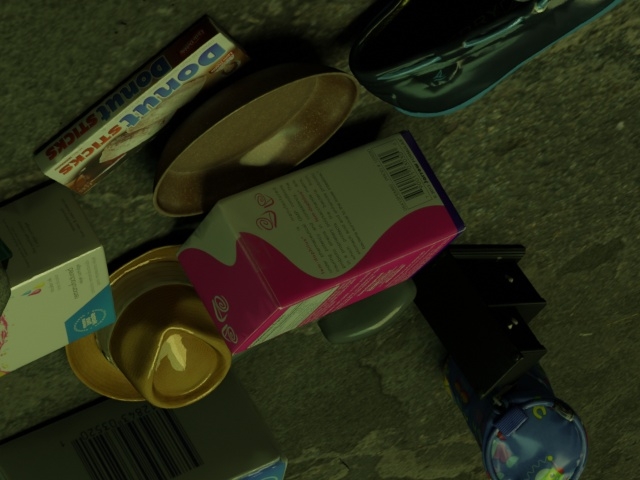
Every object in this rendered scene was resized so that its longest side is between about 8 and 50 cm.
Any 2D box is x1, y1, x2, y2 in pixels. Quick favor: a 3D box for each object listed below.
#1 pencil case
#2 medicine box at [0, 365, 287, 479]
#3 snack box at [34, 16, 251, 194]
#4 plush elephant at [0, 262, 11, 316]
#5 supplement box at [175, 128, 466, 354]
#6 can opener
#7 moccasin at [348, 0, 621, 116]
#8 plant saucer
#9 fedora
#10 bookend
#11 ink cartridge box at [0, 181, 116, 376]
[{"bbox_3d":[0.218,0.191,2.183,0.119,0.133,0.306,-35,-165,4],"label":"pencil case"},{"bbox_3d":[-0.194,0.285,1.984,0.263,0.149,0.289,-23,152,-21],"label":"medicine box"},{"bbox_3d":[-0.140,-0.105,1.505,0.178,0.022,0.064,-38,155,8],"label":"snack box"},{"bbox_3d":[-0.409,0.138,1.334,0.272,0.255,0.330,-60,-173,31],"label":"plush elephant"},{"bbox_3d":[0.000,0.000,1.708,0.220,0.111,0.114,-21,166,-35],"label":"supplement box"},{"bbox_3d":[-0.039,0.094,1.877,0.283,0.095,0.076,-31,174,-4],"label":"can opener"},{"bbox_3d":[0.164,-0.217,1.537,0.342,0.138,0.117,-46,148,23],"label":"moccasin"},{"bbox_3d":[-0.060,-0.091,1.583,0.198,0.036,0.198,-29,164,-9],"label":"plant saucer"},{"bbox_3d":[-0.137,0.093,1.748,0.194,0.079,0.194,-19,137,-19],"label":"fedora"},{"bbox_3d":[0.198,0.087,2.086,0.156,0.157,0.072,1,138,-50],"label":"bookend"},{"bbox_3d":[-0.289,0.057,1.549,0.231,0.078,0.134,-26,154,-14],"label":"ink cartridge box"}]
